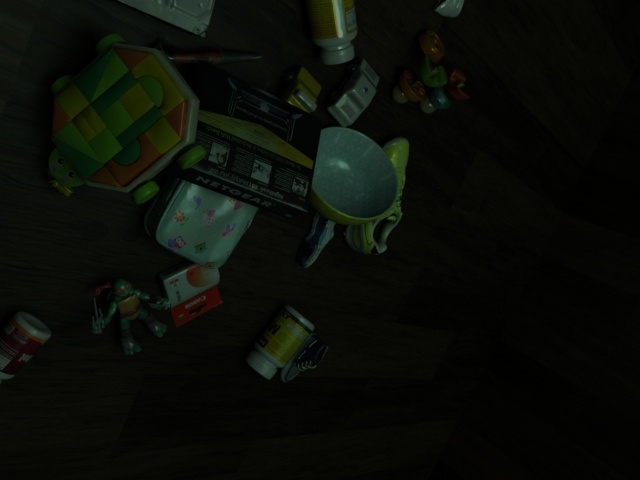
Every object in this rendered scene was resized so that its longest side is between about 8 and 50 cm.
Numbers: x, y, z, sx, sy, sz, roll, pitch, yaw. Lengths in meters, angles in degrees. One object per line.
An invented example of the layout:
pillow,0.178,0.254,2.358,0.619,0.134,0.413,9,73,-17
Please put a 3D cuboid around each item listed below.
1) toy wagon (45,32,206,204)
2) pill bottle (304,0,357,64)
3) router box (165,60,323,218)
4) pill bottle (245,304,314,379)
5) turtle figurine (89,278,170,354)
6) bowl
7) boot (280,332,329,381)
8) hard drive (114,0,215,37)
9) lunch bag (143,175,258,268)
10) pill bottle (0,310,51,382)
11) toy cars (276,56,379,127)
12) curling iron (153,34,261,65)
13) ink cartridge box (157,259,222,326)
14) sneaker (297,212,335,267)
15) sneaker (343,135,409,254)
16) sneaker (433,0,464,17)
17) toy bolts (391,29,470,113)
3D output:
toy wagon,-0.391,-0.198,0.957,0.344,0.068,0.267,-35,94,11
pill bottle,0.027,-0.543,1.235,0.118,0.118,0.208,-33,130,-26
router box,-0.156,-0.211,1.128,0.309,0.081,0.242,20,68,-28
pill bottle,-0.125,0.309,1.554,0.208,0.119,0.119,-51,136,-10
turtle figurine,-0.440,0.162,1.189,0.175,0.118,0.234,-19,141,-17
bowl,0.055,-0.153,1.420,0.289,0.289,0.156,-21,166,-34
boot,-0.055,0.401,1.692,0.069,0.086,0.190,37,85,-47
hard drive,-0.275,-0.586,0.951,0.237,0.064,0.338,4,110,-53
lunch bag,-0.271,-0.092,1.211,0.224,0.108,0.279,32,86,-41
pill bottle,-0.645,0.229,1.057,0.152,0.086,0.086,-50,136,-9
toy cars,0.025,-0.372,1.323,0.394,0.087,0.176,-21,110,-34
curling iron,-0.236,-0.408,1.110,0.274,0.068,0.035,-16,160,-42
ink cartridge box,-0.328,0.134,1.329,0.145,0.045,0.179,-28,126,-28
sneaker,0.000,0.000,1.542,0.083,0.071,0.190,25,94,-52
sneaker,0.209,-0.133,1.604,0.145,0.147,0.384,7,106,-43
sneaker,0.384,-0.765,1.481,0.094,0.080,0.212,-3,116,-29
toy bolts,0.323,-0.491,1.562,0.229,0.158,0.218,22,56,-37
